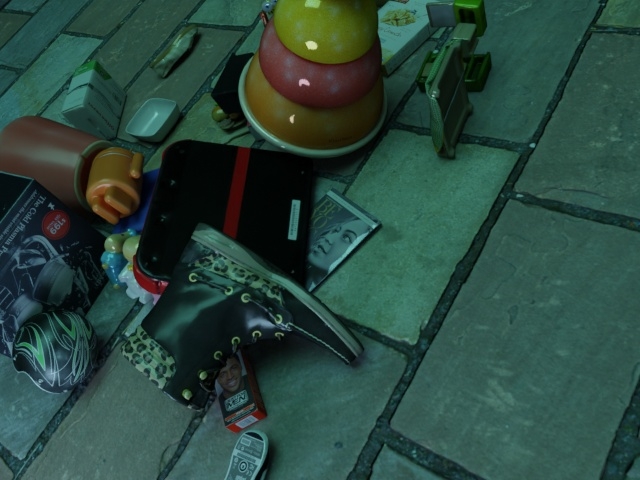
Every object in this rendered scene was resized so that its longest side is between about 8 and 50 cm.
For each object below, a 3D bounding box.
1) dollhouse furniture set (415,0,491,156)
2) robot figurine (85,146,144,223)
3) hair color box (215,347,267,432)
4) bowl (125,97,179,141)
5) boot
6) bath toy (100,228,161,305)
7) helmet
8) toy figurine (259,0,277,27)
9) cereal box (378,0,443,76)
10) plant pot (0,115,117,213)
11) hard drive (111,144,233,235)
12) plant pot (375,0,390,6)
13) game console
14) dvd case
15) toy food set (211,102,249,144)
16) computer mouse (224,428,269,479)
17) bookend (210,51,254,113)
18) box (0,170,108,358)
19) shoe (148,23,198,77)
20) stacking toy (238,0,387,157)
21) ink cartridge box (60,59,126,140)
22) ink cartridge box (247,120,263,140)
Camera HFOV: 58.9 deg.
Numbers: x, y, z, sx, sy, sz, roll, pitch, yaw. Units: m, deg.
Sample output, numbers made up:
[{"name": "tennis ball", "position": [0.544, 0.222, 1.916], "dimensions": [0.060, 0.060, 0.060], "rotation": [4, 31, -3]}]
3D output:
[{"name": "dollhouse furniture set", "position": [0.243, -0.348, 1.215], "dimensions": [0.151, 0.197, 0.301], "rotation": [11, 63, 30]}, {"name": "robot figurine", "position": [-0.506, -0.142, 1.398], "dimensions": [0.128, 0.158, 0.219], "rotation": [6, 43, -17]}, {"name": "hair color box", "position": [-0.157, 0.279, 1.070], "dimensions": [0.072, 0.043, 0.141], "rotation": [-30, 49, 4]}, {"name": "bowl", "position": [-0.483, -0.344, 1.655], "dimensions": [0.142, 0.053, 0.142], "rotation": [16, 66, 32]}, {"name": "boot", "position": [-0.143, 0.177, 1.016], "dimensions": [0.377, 0.138, 0.284], "rotation": [36, 82, 2]}, {"name": "bath toy", "position": [-0.328, 0.074, 1.244], "dimensions": [0.348, 0.151, 0.129], "rotation": [20, 46, 29]}, {"name": "helmet", "position": [-0.562, 0.235, 1.220], "dimensions": [0.162, 0.169, 0.169], "rotation": [11, 63, 34]}, {"name": "toy figurine", "position": [0.035, -0.587, 1.548], "dimensions": [0.363, 0.191, 0.217], "rotation": [-20, 81, 19]}, {"name": "cereal box", "position": [0.191, -0.542, 1.472], "dimensions": [0.240, 0.047, 0.173], "rotation": [-46, 51, -9]}, {"name": "plant pot", "position": [-0.680, -0.187, 1.522], "dimensions": [0.243, 0.275, 0.274], "rotation": [10, 62, 19]}, {"name": "hard drive", "position": [-0.356, -0.112, 1.388], "dimensions": [0.319, 0.040, 0.210], "rotation": [-11, 50, 29]}, {"name": "plant pot", "position": [0.221, -0.757, 1.618], "dimensions": [0.236, 0.032, 0.236], "rotation": [-13, 53, 18]}, {"name": "game console", "position": [-0.196, -0.049, 1.209], "dimensions": [0.342, 0.060, 0.386], "rotation": [8, 57, -6]}, {"name": "dvd case", "position": [0.000, 0.000, 1.206], "dimensions": [0.221, 0.018, 0.164], "rotation": [-44, 50, -8]}, {"name": "toy food set", "position": [-0.239, -0.357, 1.552], "dimensions": [0.133, 0.038, 0.192], "rotation": [-22, 51, 15]}, {"name": "computer mouse", "position": [-0.131, 0.420, 0.964], "dimensions": [0.106, 0.042, 0.192], "rotation": [9, 68, 36]}, {"name": "bookend", "position": [-0.178, -0.414, 1.461], "dimensions": [0.156, 0.072, 0.157], "rotation": [1, 58, 31]}, {"name": "box", "position": [-0.686, 0.073, 1.294], "dimensions": [0.179, 0.312, 0.343], "rotation": [13, 65, 31]}, {"name": "shoe", "position": [-0.465, -0.615, 1.840], "dimensions": [0.219, 0.058, 0.077], "rotation": [-53, 21, -20]}, {"name": "stacking toy", "position": [0.016, -0.427, 1.154], "dimensions": [0.351, 0.480, 0.350], "rotation": [4, 63, -8]}, {"name": "ink cartridge box", "position": [-0.694, -0.423, 1.746], "dimensions": [0.087, 0.153, 0.208], "rotation": [-15, 52, 17]}, {"name": "ink cartridge box", "position": [-0.128, -0.345, 1.477], "dimensions": [0.109, 0.063, 0.150], "rotation": [-15, 53, 18]}]
